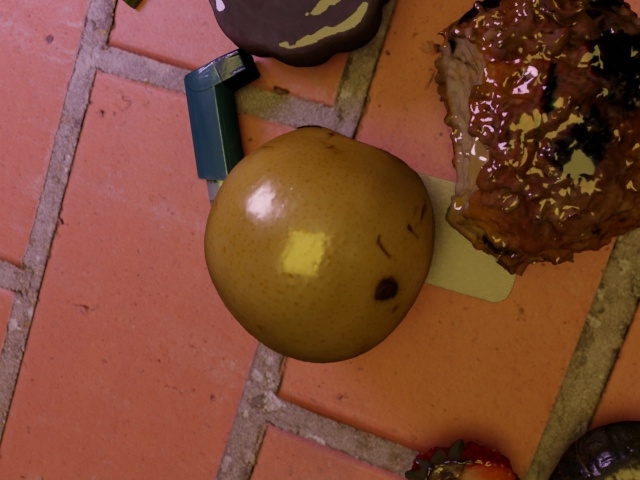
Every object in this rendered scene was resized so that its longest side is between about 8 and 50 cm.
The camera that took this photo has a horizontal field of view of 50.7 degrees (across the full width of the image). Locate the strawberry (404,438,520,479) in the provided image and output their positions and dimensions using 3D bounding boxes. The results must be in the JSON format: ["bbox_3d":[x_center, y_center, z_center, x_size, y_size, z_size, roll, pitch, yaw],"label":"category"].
[{"bbox_3d":[0.234,0.419,1.097,0.190,0.111,0.236,-31,110,4],"label":"strawberry"}]

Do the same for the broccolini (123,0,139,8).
[{"bbox_3d":[-0.272,-0.520,1.168,0.254,0.057,0.071,-52,39,9],"label":"broccolini"}]

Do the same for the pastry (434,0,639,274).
[{"bbox_3d":[0.338,-0.165,0.922,0.337,0.292,0.405,-3,76,2],"label":"pastry"}]

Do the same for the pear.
[{"bbox_3d":[0.000,0.000,0.991,0.348,0.348,0.348,1,94,14],"label":"pear"}]

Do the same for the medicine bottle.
[{"bbox_3d":[-0.161,-0.189,1.151,0.124,0.079,0.258,-5,93,14],"label":"medicine bottle"}]

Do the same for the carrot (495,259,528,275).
[{"bbox_3d":[0.323,-0.016,1.061,0.048,0.048,0.139,23,96,11],"label":"carrot"}]

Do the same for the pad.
[{"bbox_3d":[0.201,-0.011,1.115,0.266,0.002,0.176,16,98,12],"label":"pad"}]

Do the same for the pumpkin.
[{"bbox_3d":[0.463,0.393,0.985,0.260,0.189,0.260,1,93,13],"label":"pumpkin"}]

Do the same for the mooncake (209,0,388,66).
[{"bbox_3d":[-0.027,-0.417,1.063,0.306,0.154,0.306,1,95,13],"label":"mooncake"}]
